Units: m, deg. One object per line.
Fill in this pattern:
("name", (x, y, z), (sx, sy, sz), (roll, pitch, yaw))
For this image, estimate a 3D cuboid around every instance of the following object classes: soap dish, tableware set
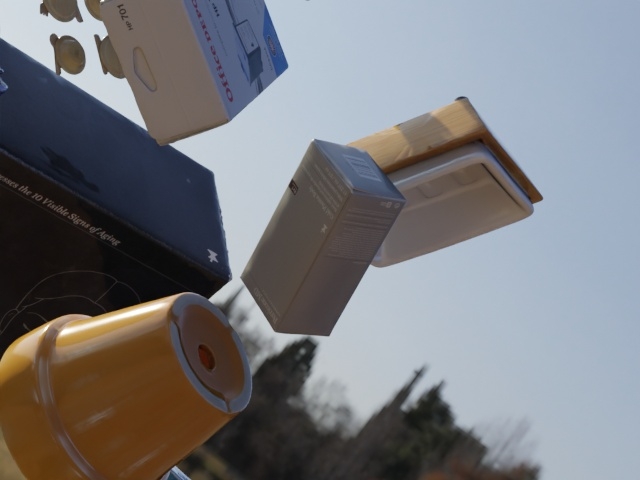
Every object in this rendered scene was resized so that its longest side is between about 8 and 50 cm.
("soap dish", (0.146, -0.081, 1.858), (0.229, 0.291, 0.118), (39, 38, -52))
("tableware set", (-0.322, -0.291, 1.763), (0.020, 0.141, 0.169), (-12, -3, 35))

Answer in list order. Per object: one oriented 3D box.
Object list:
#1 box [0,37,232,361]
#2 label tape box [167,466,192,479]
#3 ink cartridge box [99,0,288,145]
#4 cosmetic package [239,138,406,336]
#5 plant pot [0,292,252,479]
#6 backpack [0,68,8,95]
("box", (-0.482, 0.011, 2.056), (0.480, 0.472, 0.297), (33, 29, -34))
("label tape box", (-0.186, 0.410, 1.810), (0.249, 0.115, 0.347), (40, -10, 10))
("ink cartridge box", (-0.112, -0.188, 1.191), (0.190, 0.082, 0.139), (-59, 131, -64))
("cosmetic package", (0.000, 0.000, 1.698), (0.107, 0.238, 0.127), (10, 29, -39))
("plant pot", (-0.179, 0.147, 1.261), (0.205, 0.188, 0.205), (45, 28, -33))
("backpack", (-0.412, -0.199, 1.413), (0.117, 0.173, 0.158), (29, -9, 8))
